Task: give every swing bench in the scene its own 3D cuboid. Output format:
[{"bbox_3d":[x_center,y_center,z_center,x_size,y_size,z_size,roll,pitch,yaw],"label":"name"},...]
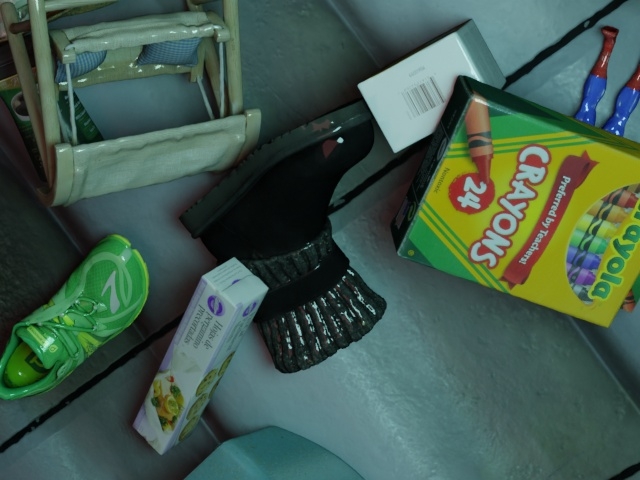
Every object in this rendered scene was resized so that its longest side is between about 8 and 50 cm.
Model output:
[{"bbox_3d":[-0.221,-0.181,1.514,0.253,0.165,0.255,-14,102,-24],"label":"swing bench"}]

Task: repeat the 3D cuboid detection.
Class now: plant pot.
[{"bbox_3d":[-0.068,0.389,1.648,0.248,0.247,0.252,-45,74,20],"label":"plant pot"}]

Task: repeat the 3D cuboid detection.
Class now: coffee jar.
[{"bbox_3d":[-0.357,-0.174,1.638,0.096,0.079,0.184,-17,111,17],"label":"coffee jar"}]

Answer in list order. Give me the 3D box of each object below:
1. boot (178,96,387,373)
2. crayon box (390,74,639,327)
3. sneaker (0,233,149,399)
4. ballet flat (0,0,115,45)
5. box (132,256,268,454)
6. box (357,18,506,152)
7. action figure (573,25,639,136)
[{"bbox_3d":[0.002,-0.001,1.551,0.348,0.131,0.260,-34,90,46],"label":"boot"},{"bbox_3d":[0.263,-0.033,1.404,0.318,0.081,0.202,18,113,-12],"label":"crayon box"},{"bbox_3d":[-0.337,0.118,1.700,0.109,0.123,0.295,42,109,1],"label":"sneaker"},{"bbox_3d":[-0.332,-0.333,1.588,0.348,0.123,0.123,-23,98,18],"label":"ballet flat"},{"bbox_3d":[-0.161,0.157,1.634,0.063,0.067,0.324,42,131,15],"label":"box"},{"bbox_3d":[0.134,-0.184,1.481,0.130,0.170,0.091,-27,97,18],"label":"box"},{"bbox_3d":[0.313,-0.101,1.481,0.091,0.139,0.280,21,110,9],"label":"action figure"}]
